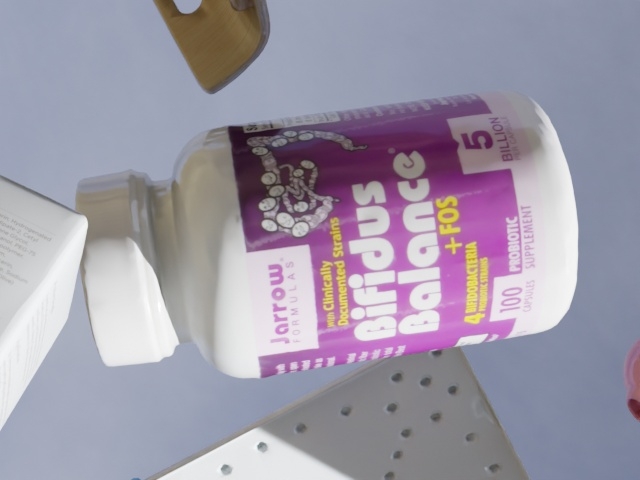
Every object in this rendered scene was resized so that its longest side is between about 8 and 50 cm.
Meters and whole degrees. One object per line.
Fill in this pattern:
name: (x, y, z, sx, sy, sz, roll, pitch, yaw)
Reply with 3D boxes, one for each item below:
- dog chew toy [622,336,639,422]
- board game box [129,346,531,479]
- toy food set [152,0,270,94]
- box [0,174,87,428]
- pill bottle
dog chew toy: (0.491, 0.109, 1.143, 0.206, 0.332, 0.206, 50, -20, 26)
board game box: (0.024, 0.312, 0.941, 0.390, 0.050, 0.389, -28, -68, 3)
toy food set: (-0.134, -0.268, 0.642, 0.092, 0.306, 0.219, -25, -120, -6)
box: (-0.170, 0.024, 0.433, 0.102, 0.087, 0.101, 27, -35, -3)
pill bottle: (0.000, 0.000, 0.652, 0.302, 0.169, 0.169, -9, -90, -6)
